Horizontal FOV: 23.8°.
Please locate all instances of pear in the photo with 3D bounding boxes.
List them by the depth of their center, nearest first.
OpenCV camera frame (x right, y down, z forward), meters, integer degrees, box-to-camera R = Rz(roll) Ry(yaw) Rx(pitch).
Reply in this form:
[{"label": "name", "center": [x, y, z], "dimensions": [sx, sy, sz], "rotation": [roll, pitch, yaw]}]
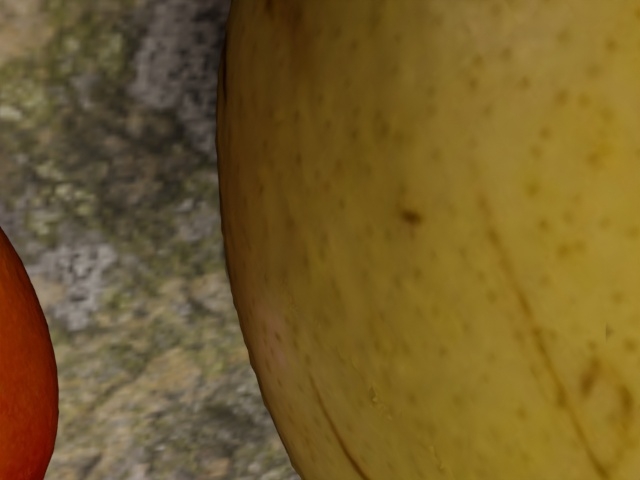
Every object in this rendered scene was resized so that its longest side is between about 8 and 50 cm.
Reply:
[{"label": "pear", "center": [0.134, -0.021, 0.475], "dimensions": [0.348, 0.348, 0.348], "rotation": [-13, 133, -15]}]

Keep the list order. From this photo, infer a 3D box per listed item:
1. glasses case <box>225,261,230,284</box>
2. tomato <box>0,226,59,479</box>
[{"label": "glasses case", "center": [0.000, 0.000, 0.629], "dimensions": [0.083, 0.032, 0.021], "rotation": [-27, 139, -2]}, {"label": "tomato", "center": [-0.213, 0.052, 0.471], "dimensions": [0.259, 0.180, 0.260], "rotation": [-12, 130, -14]}]
